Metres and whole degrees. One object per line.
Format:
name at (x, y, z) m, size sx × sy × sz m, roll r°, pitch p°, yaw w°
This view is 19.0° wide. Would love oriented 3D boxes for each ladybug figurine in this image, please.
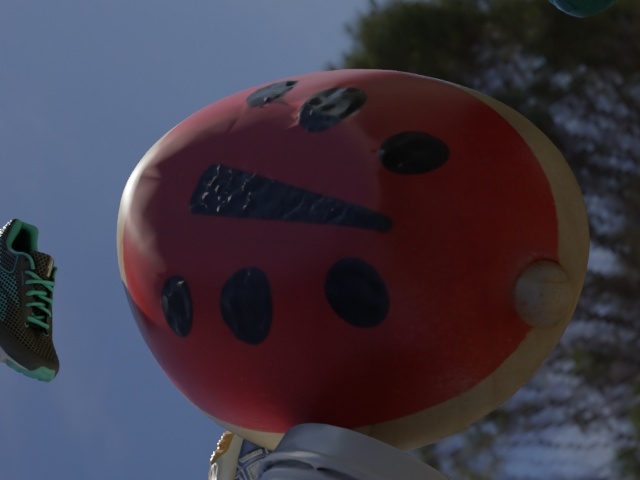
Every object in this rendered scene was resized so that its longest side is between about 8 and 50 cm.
ladybug figurine at (0.000, 0.000, 1.404) m, size 0.162 × 0.449 × 0.305 m, roll 33°, pitch -108°, yaw -39°

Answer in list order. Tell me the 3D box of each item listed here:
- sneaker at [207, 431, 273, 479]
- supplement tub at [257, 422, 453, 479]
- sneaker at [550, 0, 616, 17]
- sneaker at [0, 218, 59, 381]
sneaker at (-0.038, 0.236, 1.616) m, size 0.296 × 0.131 × 0.112 m, roll -55°, pitch -41°, yaw -56°
supplement tub at (-0.021, 0.305, 1.227) m, size 0.235 × 0.235 × 0.325 m, roll 47°, pitch -117°, yaw -28°
sneaker at (0.236, -0.269, 1.461) m, size 0.302 × 0.108 × 0.121 m, roll 98°, pitch 152°, yaw -50°
sneaker at (-0.247, 0.045, 1.584) m, size 0.065 × 0.076 × 0.166 m, roll 25°, pitch -155°, yaw -46°
